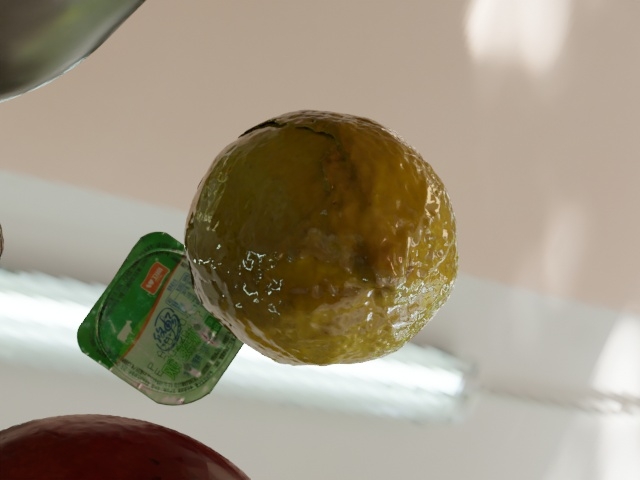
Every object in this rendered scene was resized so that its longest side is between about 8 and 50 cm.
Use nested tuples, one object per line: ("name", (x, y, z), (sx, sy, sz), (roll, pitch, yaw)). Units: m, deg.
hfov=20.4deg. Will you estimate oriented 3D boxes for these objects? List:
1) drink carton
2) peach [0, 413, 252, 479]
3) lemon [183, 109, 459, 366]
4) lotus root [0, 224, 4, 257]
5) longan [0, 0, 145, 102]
("drink carton", (-0.157, 0.078, 1.785), (0.144, 0.146, 0.142), (35, 174, -9))
("peach", (-0.146, 0.220, 1.064), (0.274, 0.245, 0.248), (28, -174, -14))
("lemon", (0.000, 0.000, 1.373), (0.204, 0.204, 0.260), (16, 180, -29))
("lotus root", (-0.447, -0.032, 1.800), (0.180, 0.199, 0.188), (24, -139, 36))
("longan", (-0.158, -0.171, 0.677), (0.246, 0.246, 0.215), (22, -157, -7))
